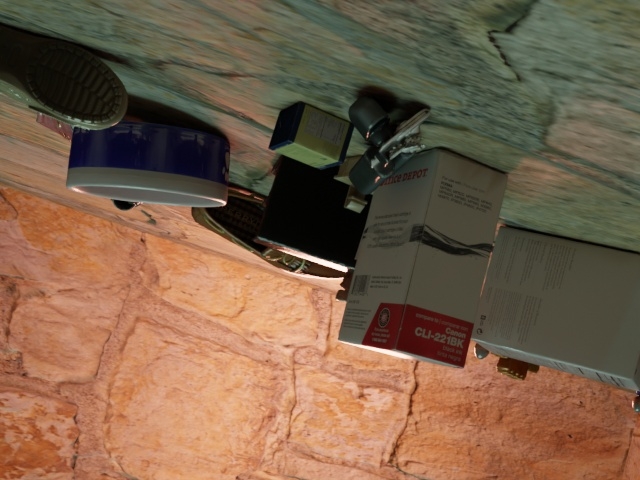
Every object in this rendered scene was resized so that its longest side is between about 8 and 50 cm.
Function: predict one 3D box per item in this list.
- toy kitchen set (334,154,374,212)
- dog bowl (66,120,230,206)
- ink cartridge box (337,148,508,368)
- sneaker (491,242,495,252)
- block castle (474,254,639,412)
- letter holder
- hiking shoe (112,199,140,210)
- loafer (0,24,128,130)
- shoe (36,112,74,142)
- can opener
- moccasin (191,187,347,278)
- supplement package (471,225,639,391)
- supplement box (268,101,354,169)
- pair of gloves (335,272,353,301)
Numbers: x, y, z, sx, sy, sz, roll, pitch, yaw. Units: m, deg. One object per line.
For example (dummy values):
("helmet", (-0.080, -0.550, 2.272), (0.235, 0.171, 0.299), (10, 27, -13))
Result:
("toy kitchen set", (0.070, -0.081, 1.423), (0.083, 0.068, 0.075), (20, 171, -24))
("dog bowl", (-0.284, -0.123, 1.555), (0.264, 0.104, 0.265), (5, 177, 0))
("ink cartridge box", (0.138, 0.026, 1.299), (0.114, 0.273, 0.197), (16, 173, -19))
("sneaker", (0.287, 0.012, 1.715), (0.083, 0.035, 0.031), (18, 172, -8))
("block castle", (0.509, 0.199, 1.890), (0.303, 0.213, 0.453), (11, 170, 37))
("letter holder", (0.046, -0.022, 1.592), (0.301, 0.152, 0.214), (18, 174, -7))
("hiking shoe", (-0.389, -0.125, 1.841), (0.113, 0.132, 0.304), (19, 172, -14))
("loafer", (-0.384, -0.229, 1.295), (0.268, 0.102, 0.092), (26, 174, 6))
("shoe", (-0.449, -0.212, 1.652), (0.081, 0.064, 0.178), (19, 166, -2))
("can opener", (0.078, -0.123, 1.190), (0.093, 0.074, 0.280), (51, 172, 5))
("moccasin", (-0.087, -0.019, 1.980), (0.380, 0.139, 0.147), (29, 177, -14))
("supplement package", (0.419, 0.117, 1.563), (0.262, 0.199, 0.198), (13, 171, 25))
("supplement box", (-0.013, -0.139, 1.250), (0.083, 0.056, 0.083), (20, 171, -20))
("pair of gloves", (0.153, 0.077, 1.649), (0.204, 0.240, 0.042), (25, 143, 12))
